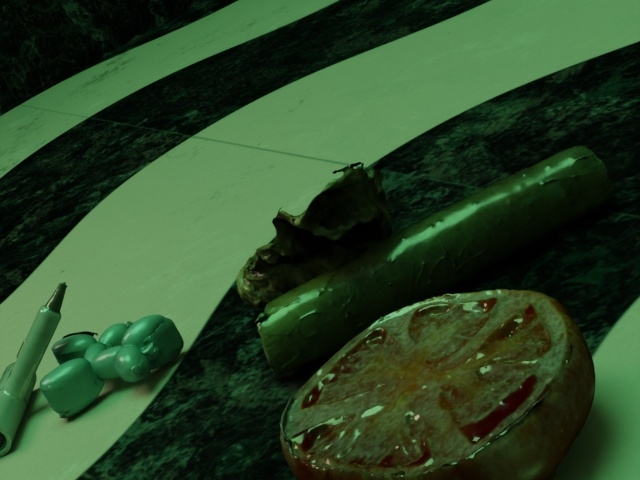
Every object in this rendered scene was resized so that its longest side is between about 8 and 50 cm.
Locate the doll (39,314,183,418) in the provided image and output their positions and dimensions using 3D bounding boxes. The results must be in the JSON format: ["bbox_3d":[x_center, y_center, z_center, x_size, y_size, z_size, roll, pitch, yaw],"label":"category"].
[{"bbox_3d":[-0.228,0.130,1.487,0.158,0.059,0.159,-27,18,1],"label":"doll"}]

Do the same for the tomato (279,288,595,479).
[{"bbox_3d":[0.092,0.135,1.001,0.236,0.095,0.237,-21,23,10],"label":"tomato"}]

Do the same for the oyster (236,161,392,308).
[{"bbox_3d":[-0.004,0.005,1.348,0.166,0.094,0.294,-17,-13,-7],"label":"oyster"}]

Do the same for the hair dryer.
[{"bbox_3d":[-0.323,0.129,1.502,0.155,0.044,0.183,-94,29,-67],"label":"hair dryer"}]

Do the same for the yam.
[{"bbox_3d":[0.107,0.018,1.306,0.371,0.083,0.083,-27,19,-5],"label":"yam"}]
